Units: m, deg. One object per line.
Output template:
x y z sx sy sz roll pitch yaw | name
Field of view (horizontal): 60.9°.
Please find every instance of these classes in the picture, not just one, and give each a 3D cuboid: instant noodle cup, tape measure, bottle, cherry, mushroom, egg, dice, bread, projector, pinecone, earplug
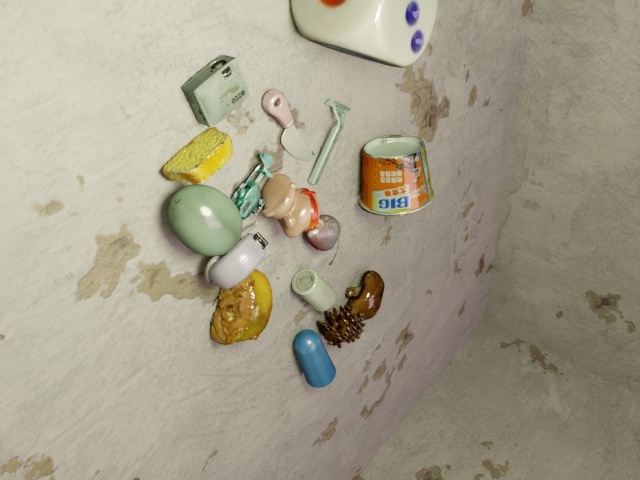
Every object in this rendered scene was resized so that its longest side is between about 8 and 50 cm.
0.271 -0.248 1.997 0.296 0.296 0.214 -36 129 -37 | instant noodle cup
-0.239 0.047 1.543 0.105 0.178 0.196 50 63 -13 | tape measure
-0.012 0.196 2.026 0.104 0.104 0.245 -57 146 -12 | bottle
-0.002 0.002 1.909 0.148 0.115 0.188 -32 144 -68 | cherry
0.204 0.245 2.330 0.194 0.138 0.232 30 86 -57 | mushroom
-0.295 -0.052 1.405 0.168 0.168 0.231 -56 146 -14 | egg
0.123 -0.645 1.483 0.304 0.304 0.277 -8 117 -53 | dice
-0.233 0.220 1.694 0.160 0.147 0.261 14 99 -54 | bread
-0.258 -0.372 1.348 0.147 0.061 0.115 -48 145 -24 | projector
0.085 0.342 2.194 0.195 0.150 0.179 -14 146 -1 | pinecone
-0.031 0.455 2.157 0.132 0.132 0.273 -46 139 -27 | earplug
-0.301 -0.206 1.360 0.187 0.103 0.065 -50 147 -30 | bread

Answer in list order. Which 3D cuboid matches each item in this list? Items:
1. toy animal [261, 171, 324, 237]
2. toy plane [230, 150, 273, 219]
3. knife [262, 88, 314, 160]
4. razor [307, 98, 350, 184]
-0.088 -0.105 1.672 0.197 0.171 0.171 33 83 -39 | toy animal
-0.203 -0.145 1.584 0.096 0.060 0.235 38 83 -43 | toy plane
-0.091 -0.323 1.639 0.081 0.043 0.336 -51 147 -11 | knife
0.026 -0.315 1.789 0.111 0.056 0.278 4 107 -57 | razor
